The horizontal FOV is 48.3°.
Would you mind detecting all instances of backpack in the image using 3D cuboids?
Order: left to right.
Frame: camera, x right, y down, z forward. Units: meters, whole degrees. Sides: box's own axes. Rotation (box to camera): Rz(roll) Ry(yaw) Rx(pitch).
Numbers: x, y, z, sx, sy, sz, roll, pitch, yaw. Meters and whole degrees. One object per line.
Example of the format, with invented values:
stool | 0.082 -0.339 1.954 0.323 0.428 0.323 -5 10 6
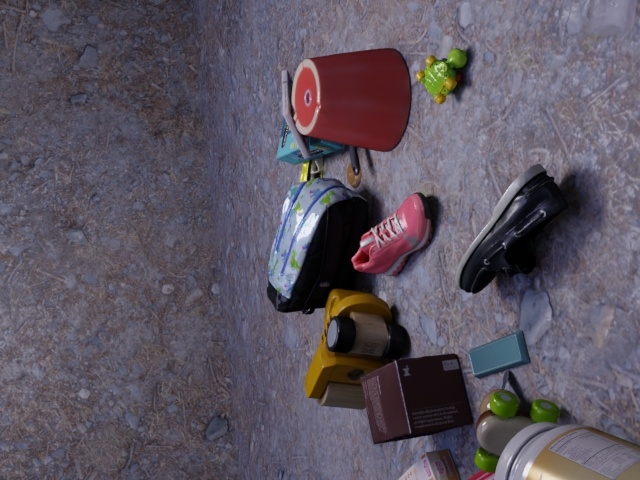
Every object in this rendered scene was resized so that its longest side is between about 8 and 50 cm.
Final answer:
backpack | 0.000 0.000 2.036 0.273 0.290 0.356 52 133 35

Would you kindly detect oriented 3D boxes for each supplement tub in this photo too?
supplement tub | 0.440 0.418 1.097 0.316 0.228 0.229 -173 81 -67

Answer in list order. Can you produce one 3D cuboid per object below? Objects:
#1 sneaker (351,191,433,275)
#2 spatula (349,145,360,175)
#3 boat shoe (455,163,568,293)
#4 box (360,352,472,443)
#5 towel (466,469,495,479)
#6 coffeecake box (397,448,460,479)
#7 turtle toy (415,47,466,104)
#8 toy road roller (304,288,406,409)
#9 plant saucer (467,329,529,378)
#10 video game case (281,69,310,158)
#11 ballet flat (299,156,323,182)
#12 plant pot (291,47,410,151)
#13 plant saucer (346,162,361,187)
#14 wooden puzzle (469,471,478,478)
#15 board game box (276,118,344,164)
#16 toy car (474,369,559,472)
sneaker | 0.175 -0.001 1.798 0.314 0.136 0.116 118 141 -50
spatula | 0.095 -0.314 2.059 0.084 0.030 0.297 129 146 -56
boat shoe | 0.370 0.012 1.371 0.113 0.127 0.340 47 136 24
box | 0.220 0.376 1.685 0.203 0.168 0.167 134 129 -60
towel | 0.391 0.604 1.464 0.199 0.031 0.275 118 140 -50
coffeecake box | 0.268 0.609 1.720 0.186 0.068 0.142 116 145 -48
turtle toy | 0.280 -0.376 1.604 0.095 0.066 0.130 54 143 15
toy road roller | 0.085 0.284 1.973 0.241 0.202 0.330 -103 27 -52
plant saucer | 0.372 0.244 1.511 0.192 0.018 0.067 135 129 -61
video game case | -0.068 -0.355 2.015 0.190 0.022 0.173 62 -161 -51
ballet flat | -0.023 -0.214 2.329 0.077 0.077 0.231 20 109 55
plant pot | 0.069 -0.373 1.878 0.275 0.243 0.275 178 90 -66
plant saucer | 0.096 -0.197 2.118 0.083 0.015 0.084 177 90 -67
wooden puzzle | 0.363 0.547 1.562 0.116 0.014 0.079 138 125 -61
board game box | -0.016 -0.386 2.193 0.336 0.079 0.254 -6 72 64
toy car | 0.378 0.349 1.419 0.188 0.148 0.155 -73 -7 -70
